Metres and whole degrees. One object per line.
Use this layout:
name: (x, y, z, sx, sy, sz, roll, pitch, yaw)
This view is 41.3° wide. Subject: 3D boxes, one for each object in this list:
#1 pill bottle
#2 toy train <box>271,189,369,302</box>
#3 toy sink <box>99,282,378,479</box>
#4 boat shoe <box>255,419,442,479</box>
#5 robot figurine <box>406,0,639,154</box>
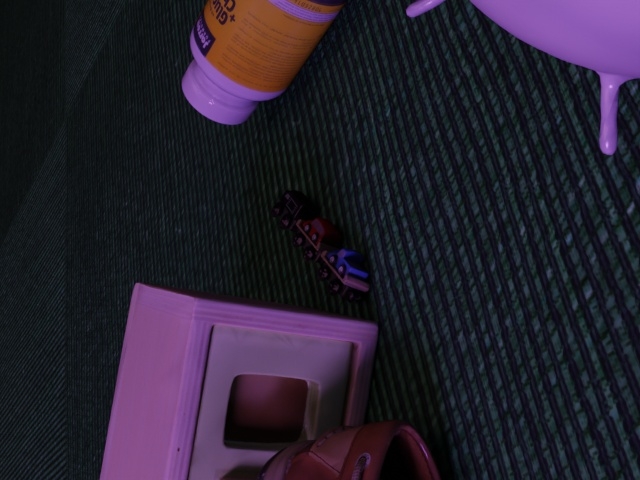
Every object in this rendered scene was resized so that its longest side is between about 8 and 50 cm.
pill bottle: (-0.054, -0.192, 0.760, 0.184, 0.103, 0.103, -49, 42, 39)
toy train: (0.000, 0.000, 0.688, 0.036, 0.027, 0.158, -57, 36, 14)
toy sink: (-0.065, 0.159, 0.621, 0.131, 0.153, 0.234, 5, 84, 58)
boat shoe: (0.040, 0.248, 0.457, 0.120, 0.123, 0.324, -37, 52, 34)
robot figurine: (0.161, -0.213, 0.322, 0.300, 0.200, 0.353, 49, 124, 35)
